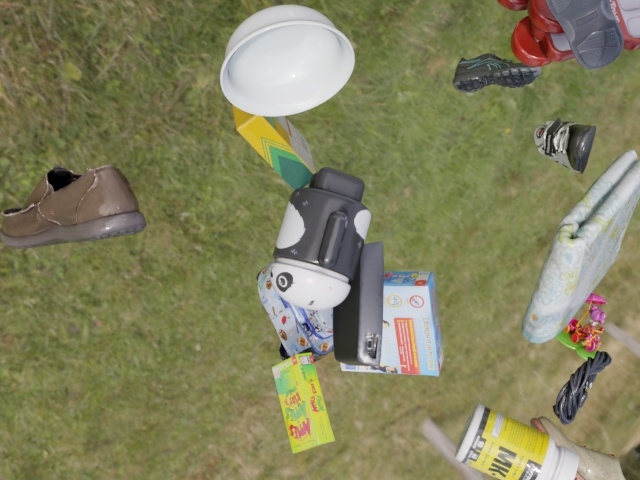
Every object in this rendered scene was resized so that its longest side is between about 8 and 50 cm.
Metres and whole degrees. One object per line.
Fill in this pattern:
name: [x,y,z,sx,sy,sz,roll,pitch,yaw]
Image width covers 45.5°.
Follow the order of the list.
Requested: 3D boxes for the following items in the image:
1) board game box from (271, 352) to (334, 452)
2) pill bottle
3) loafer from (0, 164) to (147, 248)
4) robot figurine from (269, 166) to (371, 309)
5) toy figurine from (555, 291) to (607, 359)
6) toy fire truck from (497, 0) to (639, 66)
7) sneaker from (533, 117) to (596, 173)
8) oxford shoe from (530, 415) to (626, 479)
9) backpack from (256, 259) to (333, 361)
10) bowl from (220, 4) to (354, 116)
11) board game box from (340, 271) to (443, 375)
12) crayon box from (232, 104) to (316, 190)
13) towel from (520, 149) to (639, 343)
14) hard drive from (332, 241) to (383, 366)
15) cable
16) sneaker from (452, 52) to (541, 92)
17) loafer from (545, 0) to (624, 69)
board game box: [-0.037,0.329,1.547,0.043,0.181,0.092,0,156,-40]
pill bottle: [0.374,0.408,1.458,0.119,0.208,0.119,22,90,-79]
loafer: [-0.427,-0.061,1.302,0.134,0.366,0.130,-11,95,-51]
robot figurine: [-0.002,-0.001,1.517,0.209,0.173,0.278,34,70,-63]
toy figurine: [0.764,0.230,2.174,0.130,0.173,0.159,5,120,-21]
toy fire truck: [0.480,-0.481,1.433,0.254,0.302,0.169,-12,166,-3]
sneaker: [0.612,-0.245,1.933,0.330,0.146,0.122,-19,125,-75]
oxford shoe: [0.686,0.576,1.954,0.130,0.348,0.123,-37,160,-8]
backpack: [-0.014,0.131,1.817,0.276,0.263,0.213,-26,164,-44]
bowl: [-0.082,-0.414,1.663,0.298,0.134,0.298,-12,154,-6]
board game box: [0.191,0.241,2.233,0.086,0.302,0.308,-55,140,-57]
crayon box: [-0.145,-0.309,2.128,0.083,0.203,0.323,-33,127,14]
towel: [0.571,0.013,1.650,0.374,0.090,0.320,-41,147,-34]
hard drive: [0.077,0.135,1.601,0.054,0.255,0.172,5,171,-20]
cable: [0.477,0.265,1.383,0.150,0.047,0.184,-54,154,5]
sneaker: [0.527,-0.518,2.290,0.101,0.267,0.106,41,54,-55]
loafer: [0.407,-0.400,1.211,0.109,0.095,0.302,-22,141,17]
